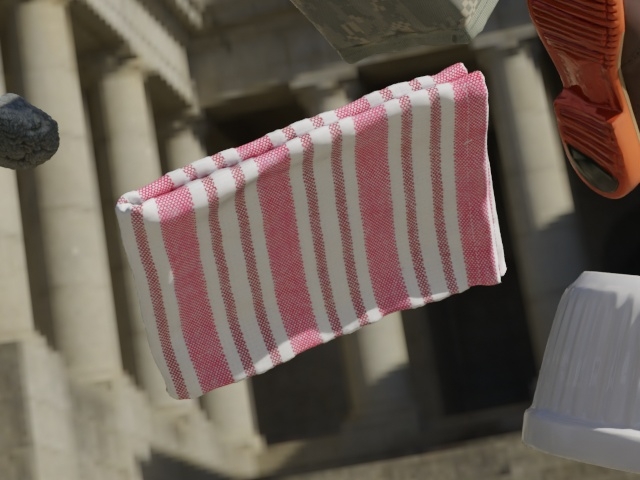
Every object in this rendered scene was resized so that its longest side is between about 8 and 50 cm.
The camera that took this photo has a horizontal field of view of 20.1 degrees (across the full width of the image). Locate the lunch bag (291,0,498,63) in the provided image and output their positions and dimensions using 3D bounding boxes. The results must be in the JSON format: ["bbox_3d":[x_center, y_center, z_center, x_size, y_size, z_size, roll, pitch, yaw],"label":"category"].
[{"bbox_3d":[0.049,-0.309,1.237,0.235,0.287,0.169,43,-25,-29],"label":"lunch bag"}]

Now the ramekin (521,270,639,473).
[{"bbox_3d":[0.228,0.083,1.064,0.207,0.109,0.207,8,-1,0],"label":"ramekin"}]

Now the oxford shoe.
[{"bbox_3d":[0.227,-0.165,1.382,0.098,0.097,0.271,-32,-47,-21],"label":"oxford shoe"}]

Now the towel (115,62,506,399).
[{"bbox_3d":[0.000,0.000,0.917,0.197,0.029,0.144,-22,-45,-11],"label":"towel"}]

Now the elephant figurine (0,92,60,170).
[{"bbox_3d":[-0.243,-0.058,0.883,0.186,0.169,0.239,-38,-58,-6],"label":"elephant figurine"}]
